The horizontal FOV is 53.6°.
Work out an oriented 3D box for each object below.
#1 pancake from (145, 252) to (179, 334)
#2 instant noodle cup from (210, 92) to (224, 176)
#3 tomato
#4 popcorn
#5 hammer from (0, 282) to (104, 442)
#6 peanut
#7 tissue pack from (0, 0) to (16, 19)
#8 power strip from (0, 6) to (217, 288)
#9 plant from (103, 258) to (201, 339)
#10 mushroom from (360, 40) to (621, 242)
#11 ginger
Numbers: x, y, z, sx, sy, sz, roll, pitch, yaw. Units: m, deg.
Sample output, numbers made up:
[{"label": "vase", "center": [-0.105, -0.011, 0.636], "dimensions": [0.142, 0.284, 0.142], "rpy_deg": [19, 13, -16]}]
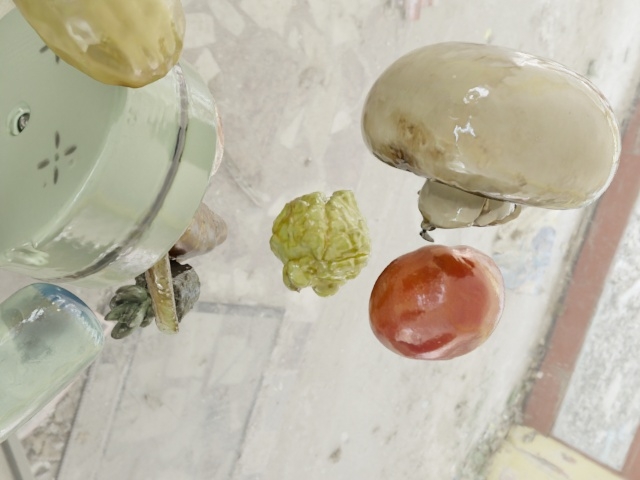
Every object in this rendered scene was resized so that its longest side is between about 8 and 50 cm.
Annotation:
[{"label": "pancake", "center": [-0.306, 0.064, 1.189], "dimensions": [0.054, 0.197, 0.376], "rpy_deg": [-7, 139, -13]}, {"label": "instant noodle cup", "center": [-0.386, -0.251, 1.494], "dimensions": [0.243, 0.231, 0.243], "rpy_deg": [-3, 90, -67]}, {"label": "tomato", "center": [0.219, 0.120, 1.152], "dimensions": [0.260, 0.180, 0.260], "rpy_deg": [-12, 152, -7]}, {"label": "popcorn", "center": [0.000, 0.000, 1.410], "dimensions": [0.195, 0.256, 0.254], "rpy_deg": [2, 107, -51]}, {"label": "hammer", "center": [-0.224, 0.087, 0.467], "dimensions": [0.116, 0.194, 0.069], "rpy_deg": [-45, 102, -22]}, {"label": "peanut", "center": [-0.236, -0.277, 0.547], "dimensions": [0.147, 0.147, 0.319], "rpy_deg": [-41, 110, -25]}, {"label": "tissue pack", "center": [-0.795, -0.550, 1.371], "dimensions": [0.253, 0.417, 0.264], "rpy_deg": [29, 79, -44]}, {"label": "power strip", "center": [-0.301, -0.127, 0.773], "dimensions": [0.161, 0.357, 0.357], "rpy_deg": [26, 88, -57]}, {"label": "plant", "center": [-0.406, 0.147, 1.533], "dimensions": [0.274, 0.149, 0.146], "rpy_deg": [-33, 124, -66]}, {"label": "mushroom", "center": [0.232, -0.125, 0.916], "dimensions": [0.362, 0.362, 0.294], "rpy_deg": [0, 107, -46]}, {"label": "ginger", "center": [-0.395, -0.026, 1.656], "dimensions": [0.254, 0.418, 0.176], "rpy_deg": [-17, 82, 0]}]
